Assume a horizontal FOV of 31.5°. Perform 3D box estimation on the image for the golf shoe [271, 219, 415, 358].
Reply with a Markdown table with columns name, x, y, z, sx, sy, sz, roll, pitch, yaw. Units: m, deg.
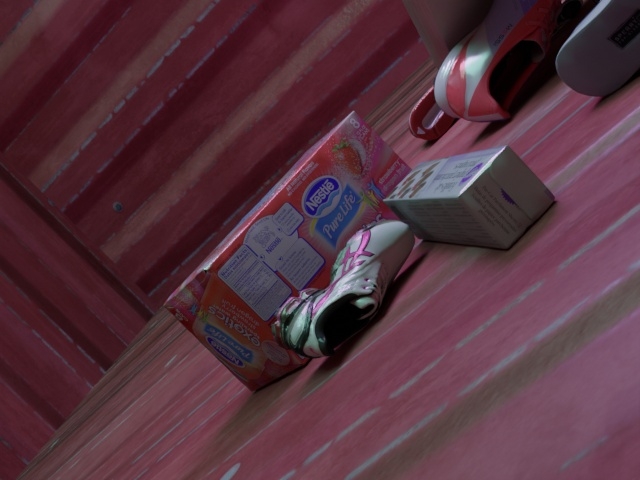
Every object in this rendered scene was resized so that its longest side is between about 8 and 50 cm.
| name | x | y | z | sx | sy | sz | roll | pitch | yaw |
| --- | --- | --- | --- | --- | --- | --- | --- | --- | --- |
| golf shoe | 0.041 | 0.052 | 1.138 | 0.186 | 0.067 | 0.086 | -45 | 35 | -22 |

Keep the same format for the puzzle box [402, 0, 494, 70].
| name | x | y | z | sx | sy | sz | roll | pitch | yaw |
| --- | --- | --- | --- | --- | --- | --- | --- | --- | --- |
| puzzle box | 0.221 | -0.374 | 1.513 | 0.272 | 0.052 | 0.409 | -56 | -28 | -7 |

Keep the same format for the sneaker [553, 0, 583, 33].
| name | x | y | z | sx | sy | sz | roll | pitch | yaw |
| --- | --- | --- | --- | --- | --- | --- | --- | --- | --- |
| sneaker | 0.351 | -0.330 | 1.675 | 0.083 | 0.032 | 0.037 | -44 | 6 | 15 |

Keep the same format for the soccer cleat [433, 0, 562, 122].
| name | x | y | z | sx | sy | sz | roll | pitch | yaw |
| --- | --- | --- | --- | --- | --- | --- | --- | --- | --- |
| soccer cleat | 0.267 | -0.290 | 1.458 | 0.116 | 0.108 | 0.318 | 26 | 83 | 51 |

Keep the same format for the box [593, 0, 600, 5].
| name | x | y | z | sx | sy | sz | roll | pitch | yaw |
| --- | --- | --- | --- | --- | --- | --- | --- | --- | --- |
| box | 0.463 | -0.423 | 1.385 | 0.322 | 0.079 | 0.257 | -44 | 5 | 9 |

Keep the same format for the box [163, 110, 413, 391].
| name | x | y | z | sx | sy | sz | roll | pitch | yaw |
| --- | --- | --- | --- | --- | --- | --- | --- | --- | --- |
| box | -0.021 | 0.010 | 1.325 | 0.300 | 0.154 | 0.142 | -50 | 9 | -34 |

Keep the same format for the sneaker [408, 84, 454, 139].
| name | x | y | z | sx | sy | sz | roll | pitch | yaw |
| --- | --- | --- | --- | --- | --- | --- | --- | --- | --- |
| sneaker | 0.213 | -0.254 | 1.825 | 0.221 | 0.087 | 0.128 | -44 | 8 | -2 |

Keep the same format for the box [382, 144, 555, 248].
| name | x | y | z | sx | sy | sz | roll | pitch | yaw |
| --- | --- | --- | --- | --- | --- | --- | --- | --- | --- |
| box | 0.131 | -0.039 | 1.089 | 0.063 | 0.067 | 0.324 | -45 | 6 | -5 |

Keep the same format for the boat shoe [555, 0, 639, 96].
| name | x | y | z | sx | sy | sz | roll | pitch | yaw |
| --- | --- | --- | --- | --- | --- | --- | --- | --- | --- |
| boat shoe | 0.312 | -0.230 | 1.028 | 0.258 | 0.095 | 0.084 | -34 | 16 | 52 |
